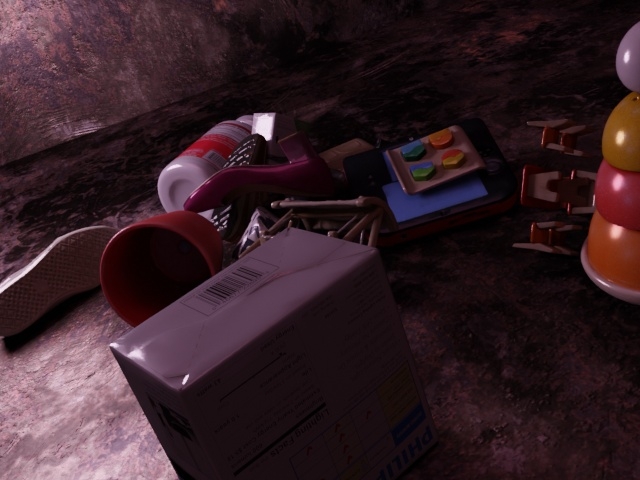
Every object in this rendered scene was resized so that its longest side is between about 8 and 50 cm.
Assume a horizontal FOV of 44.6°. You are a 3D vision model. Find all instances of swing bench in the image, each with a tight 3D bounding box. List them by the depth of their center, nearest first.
[{"bbox_3d":[0.000,0.000,1.746,0.253,0.165,0.255,-1,46,34],"label":"swing bench"}]

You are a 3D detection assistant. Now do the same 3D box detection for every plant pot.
[{"bbox_3d":[-0.350,0.052,1.846,0.274,0.275,0.243,-13,17,11],"label":"plant pot"}]

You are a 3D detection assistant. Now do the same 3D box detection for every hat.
[{"bbox_3d":[-0.013,-0.114,2.073,0.331,0.134,0.331,-15,27,8],"label":"hat"}]

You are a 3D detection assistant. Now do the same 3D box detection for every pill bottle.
[{"bbox_3d":[-0.289,-0.218,2.342,0.228,0.229,0.408,-3,30,29],"label":"pill bottle"}]

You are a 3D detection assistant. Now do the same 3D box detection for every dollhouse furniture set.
[{"bbox_3d":[0.492,-0.105,1.629,0.259,0.262,0.135,4,2,-45],"label":"dollhouse furniture set"}]

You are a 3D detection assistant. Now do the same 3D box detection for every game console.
[{"bbox_3d":[0.265,-0.154,1.936,0.386,0.060,0.342,-16,47,2],"label":"game console"}]

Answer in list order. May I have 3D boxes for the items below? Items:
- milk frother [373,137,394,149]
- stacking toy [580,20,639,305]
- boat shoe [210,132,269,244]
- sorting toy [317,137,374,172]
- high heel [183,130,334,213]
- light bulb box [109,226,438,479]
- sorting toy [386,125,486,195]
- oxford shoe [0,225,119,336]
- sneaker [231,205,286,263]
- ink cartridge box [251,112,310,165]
[{"bbox_3d":[0.200,-0.196,2.147,0.134,0.129,0.143,17,-10,-6],"label":"milk frother"},{"bbox_3d":[0.610,-0.154,1.353,0.350,0.480,0.351,-14,27,7],"label":"stacking toy"},{"bbox_3d":[-0.204,-0.132,2.124,0.122,0.120,0.324,-7,60,45],"label":"boat shoe"},{"bbox_3d":[0.086,-0.228,2.343,0.229,0.041,0.307,-20,26,-13],"label":"sorting toy"},{"bbox_3d":[-0.157,-0.115,1.962,0.377,0.181,0.127,-28,-7,11],"label":"high heel"},{"bbox_3d":[-0.054,0.231,1.171,0.357,0.361,0.225,-33,28,-28],"label":"light bulb box"},{"bbox_3d":[0.280,-0.206,1.924,0.208,0.038,0.193,-18,41,1],"label":"sorting toy"},{"bbox_3d":[-0.718,0.101,2.099,0.449,0.169,0.130,-41,15,-36],"label":"oxford shoe"},{"bbox_3d":[-0.161,0.010,1.937,0.153,0.094,0.235,-54,13,12],"label":"sneaker"},{"bbox_3d":[-0.122,-0.244,2.249,0.092,0.220,0.160,6,0,40],"label":"ink cartridge box"}]
